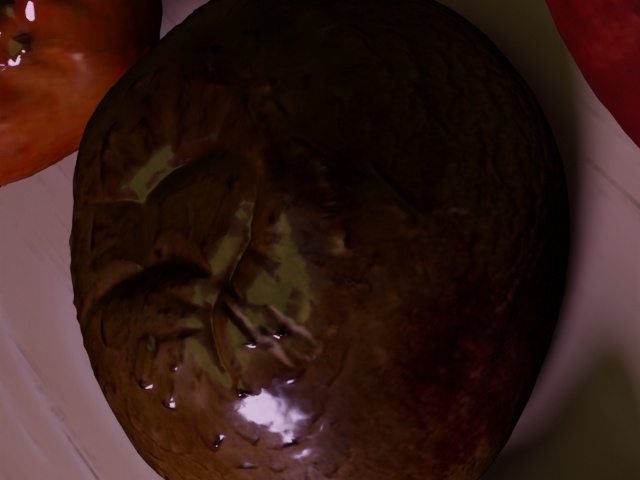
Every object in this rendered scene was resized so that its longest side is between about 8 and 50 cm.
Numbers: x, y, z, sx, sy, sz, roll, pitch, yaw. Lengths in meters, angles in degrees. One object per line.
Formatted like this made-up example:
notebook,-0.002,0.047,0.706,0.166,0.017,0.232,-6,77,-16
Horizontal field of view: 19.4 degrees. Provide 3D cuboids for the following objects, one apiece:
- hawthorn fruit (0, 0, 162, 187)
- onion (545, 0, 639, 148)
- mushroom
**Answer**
hawthorn fruit,-0.196,-0.151,0.885,0.299,0.211,0.211,40,114,50
onion,0.204,-0.149,0.403,0.341,0.341,0.341,-5,83,45
mushroom,-0.010,-0.001,0.722,0.194,0.138,0.231,-39,61,35
